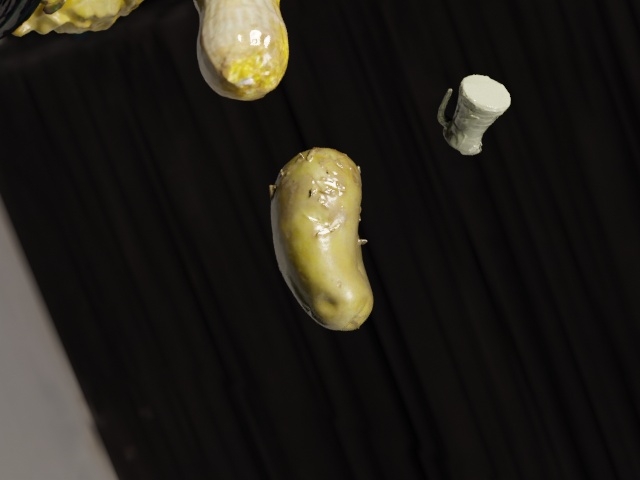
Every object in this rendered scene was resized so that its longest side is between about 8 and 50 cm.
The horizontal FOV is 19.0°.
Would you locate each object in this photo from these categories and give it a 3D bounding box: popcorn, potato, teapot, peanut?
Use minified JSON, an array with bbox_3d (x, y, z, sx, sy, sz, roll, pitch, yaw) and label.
[{"bbox_3d":[-0.237,-0.273,1.764,0.180,0.180,0.170,-20,25,8],"label":"popcorn"},{"bbox_3d":[0.000,0.000,1.424,0.070,0.138,0.091,-6,-5,3],"label":"potato"},{"bbox_3d":[0.159,-0.133,2.048,0.057,0.067,0.083,-68,0,-48],"label":"teapot"},{"bbox_3d":[-0.074,-0.209,1.711,0.087,0.087,0.207,-18,48,14],"label":"peanut"}]

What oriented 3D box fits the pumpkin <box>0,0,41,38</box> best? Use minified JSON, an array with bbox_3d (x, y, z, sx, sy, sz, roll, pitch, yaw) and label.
[{"bbox_3d":[-0.308,-0.209,1.336,0.248,0.248,0.248,-20,11,4],"label":"pumpkin"}]
